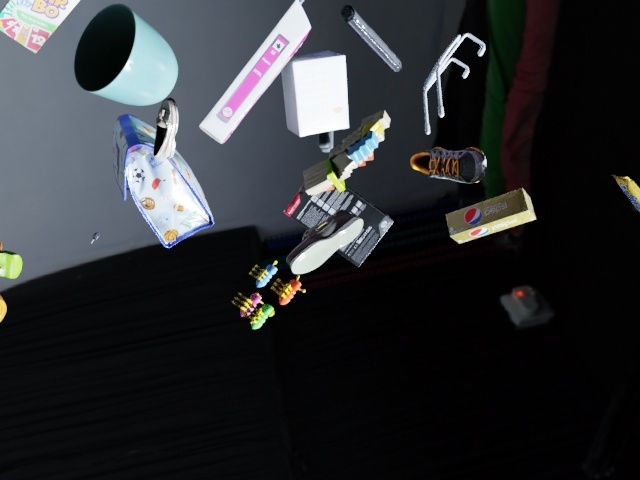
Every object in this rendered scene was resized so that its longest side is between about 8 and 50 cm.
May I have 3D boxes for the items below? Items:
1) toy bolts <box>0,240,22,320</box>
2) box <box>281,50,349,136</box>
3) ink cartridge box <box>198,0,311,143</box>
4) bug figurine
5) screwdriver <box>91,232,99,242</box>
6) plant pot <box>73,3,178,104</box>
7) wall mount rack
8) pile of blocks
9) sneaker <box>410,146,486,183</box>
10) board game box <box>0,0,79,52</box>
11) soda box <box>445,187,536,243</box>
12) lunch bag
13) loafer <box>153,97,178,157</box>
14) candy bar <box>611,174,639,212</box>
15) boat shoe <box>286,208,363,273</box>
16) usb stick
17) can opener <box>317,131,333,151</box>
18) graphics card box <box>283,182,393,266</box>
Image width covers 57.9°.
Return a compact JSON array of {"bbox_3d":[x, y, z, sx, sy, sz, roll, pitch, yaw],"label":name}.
[{"bbox_3d":[-0.812,0.092,1.260,0.228,0.158,0.218,-22,138,-58],"label":"toy bolts"},{"bbox_3d":[-0.013,-0.344,1.352,0.091,0.130,0.170,-135,-144,-57],"label":"box"},{"bbox_3d":[-0.112,-0.361,1.190,0.069,0.371,0.176,36,4,-11],"label":"ink cartridge box"},{"bbox_3d":[-0.170,0.172,1.839,0.072,0.216,0.279,45,-10,-28],"label":"bug figurine"},{"bbox_3d":[-0.837,-0.003,2.130,0.024,0.025,0.170,44,-32,-13],"label":"screwdriver"},{"bbox_3d":[-0.614,-0.580,1.898,0.235,0.293,0.293,19,53,-56],"label":"plant pot"},{"bbox_3d":[0.439,-0.557,2.048,0.130,0.304,0.350,36,-6,3],"label":"wall mount rack"},{"bbox_3d":[0.108,-0.254,1.866,0.112,0.362,0.149,47,1,-39],"label":"pile of blocks"},{"bbox_3d":[0.300,-0.176,1.361,0.215,0.083,0.084,16,-69,57],"label":"sneaker"},{"bbox_3d":[-0.740,-0.621,1.527,0.124,0.259,0.039,33,32,-39],"label":"board game box"},{"bbox_3d":[0.379,-0.053,1.294,0.061,0.181,0.058,28,49,-51],"label":"soda box"},{"bbox_3d":[-0.567,-0.220,1.972,0.328,0.239,0.385,51,-12,51],"label":"lunch bag"},{"bbox_3d":[-0.318,-0.227,1.179,0.045,0.039,0.125,26,-62,35],"label":"loafer"},{"bbox_3d":[0.597,-0.063,1.068,0.161,0.018,0.040,47,-2,-13],"label":"candy bar"},{"bbox_3d":[0.000,0.000,1.362,0.068,0.227,0.081,37,-37,29],"label":"boat shoe"},{"bbox_3d":[0.157,-0.608,1.756,0.278,0.045,0.077,31,21,-44],"label":"usb stick"},{"bbox_3d":[0.005,-0.444,2.017,0.074,0.093,0.280,38,46,-69],"label":"can opener"},{"bbox_3d":[0.071,-0.097,2.261,0.371,0.233,0.094,35,8,-2],"label":"graphics card box"}]
